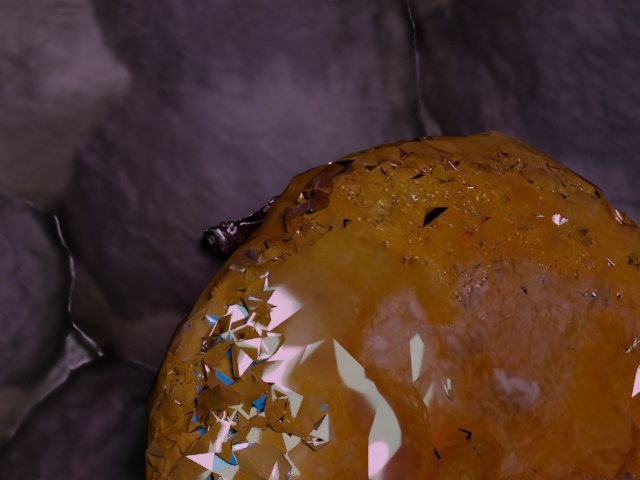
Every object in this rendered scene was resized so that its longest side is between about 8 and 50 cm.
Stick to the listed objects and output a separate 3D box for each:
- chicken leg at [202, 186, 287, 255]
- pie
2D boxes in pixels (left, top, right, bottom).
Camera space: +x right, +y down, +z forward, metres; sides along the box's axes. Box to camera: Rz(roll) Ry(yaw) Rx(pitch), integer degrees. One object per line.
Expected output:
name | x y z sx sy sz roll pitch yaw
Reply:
chicken leg | 0.002 -0.001 0.675 0.083 0.021 0.036 19 80 -14
pie | 0.055 0.092 0.632 0.273 0.069 0.273 8 70 -24
